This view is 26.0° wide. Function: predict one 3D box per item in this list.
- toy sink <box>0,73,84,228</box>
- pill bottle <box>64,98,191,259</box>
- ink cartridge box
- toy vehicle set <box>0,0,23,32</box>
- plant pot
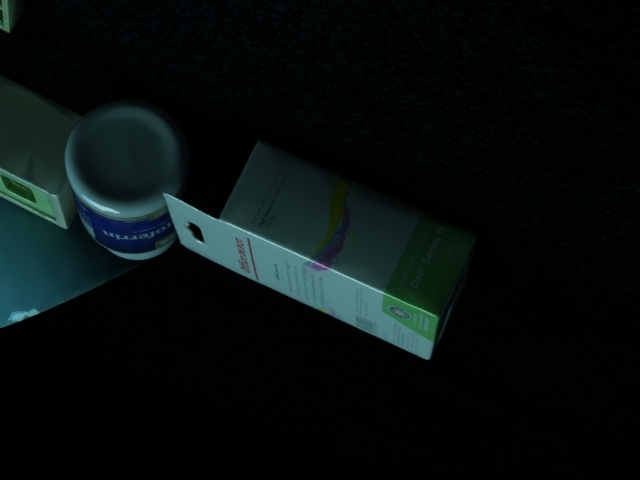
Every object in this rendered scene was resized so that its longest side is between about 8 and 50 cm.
[{"bbox_3d":[-0.434,-0.133,1.938,0.234,0.131,0.153,27,163,3],"label":"toy sink"},{"bbox_3d":[-0.243,-0.068,1.797,0.153,0.153,0.265,27,164,4],"label":"pill bottle"},{"bbox_3d":[0.000,0.000,1.675,0.353,0.119,0.207,24,163,9],"label":"ink cartridge box"},{"bbox_3d":[-0.454,-0.337,1.535,0.267,0.035,0.166,29,164,-3],"label":"toy vehicle set"},{"bbox_3d":[-0.416,-0.012,2.106,0.290,0.290,0.195,-11,104,64],"label":"plant pot"}]
